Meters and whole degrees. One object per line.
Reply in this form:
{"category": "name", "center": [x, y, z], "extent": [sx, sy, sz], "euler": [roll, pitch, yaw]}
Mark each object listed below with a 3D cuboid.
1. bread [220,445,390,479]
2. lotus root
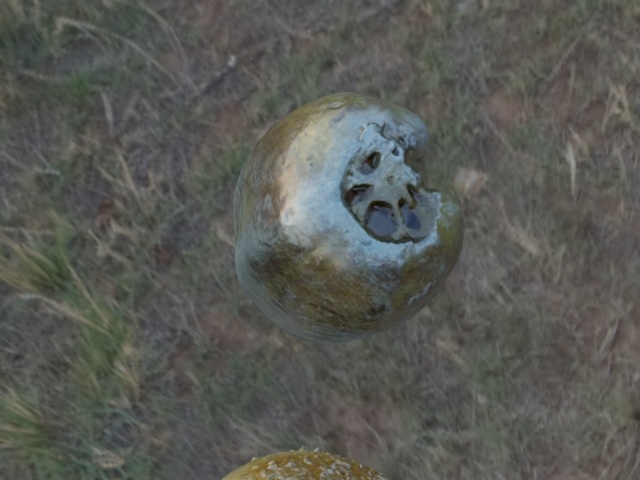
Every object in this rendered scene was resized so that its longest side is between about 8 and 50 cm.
{"category": "bread", "center": [0.008, 0.316, 1.034], "extent": [0.159, 0.305, 0.305], "euler": [-30, 59, 37]}
{"category": "lotus root", "center": [0.000, 0.000, 0.867], "extent": [0.140, 0.322, 0.158], "euler": [-25, 84, -15]}
